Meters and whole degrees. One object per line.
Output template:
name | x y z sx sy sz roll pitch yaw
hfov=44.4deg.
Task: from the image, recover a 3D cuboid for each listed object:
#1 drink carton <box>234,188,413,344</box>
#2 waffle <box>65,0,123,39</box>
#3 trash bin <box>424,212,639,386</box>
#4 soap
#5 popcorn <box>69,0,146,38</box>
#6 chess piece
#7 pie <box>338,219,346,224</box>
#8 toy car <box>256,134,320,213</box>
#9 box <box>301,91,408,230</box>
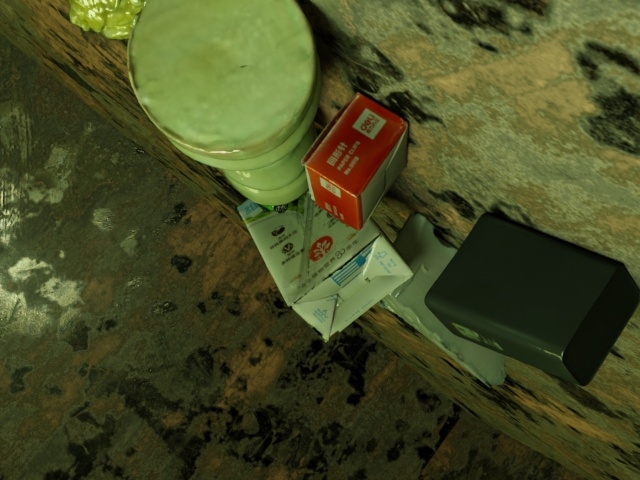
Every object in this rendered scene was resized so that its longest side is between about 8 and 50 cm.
drink carton | 0.000 0.000 1.376 0.132 0.194 0.324 50 -176 -39
waffle | -0.464 -0.475 1.584 0.191 0.038 0.191 37 172 6
trash bin | 0.285 0.079 1.058 0.226 0.165 0.115 24 163 49
soap | 0.246 0.113 1.440 0.302 0.159 0.257 34 169 16
popcorn | -0.272 -0.359 1.012 0.174 0.168 0.195 -10 -133 -49
chess piece | -0.096 -0.181 1.102 0.234 0.234 0.442 36 177 8
pie | 0.033 -0.089 1.273 0.033 0.088 0.191 1 -132 -25
toy car | -0.050 -0.120 1.354 0.071 0.165 0.062 37 168 44
box | 0.050 -0.108 1.109 0.099 0.133 0.182 35 172 11
